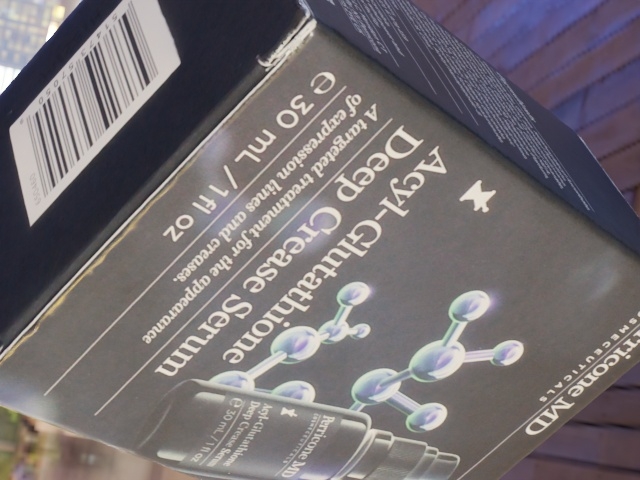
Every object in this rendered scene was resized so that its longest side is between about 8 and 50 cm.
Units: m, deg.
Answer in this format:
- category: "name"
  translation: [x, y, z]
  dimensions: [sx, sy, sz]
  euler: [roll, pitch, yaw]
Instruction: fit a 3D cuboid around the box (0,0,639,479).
- category: "box"
  translation: [0.000, 0.000, 0.867]
  dimensions: [0.293, 0.395, 0.212]
  euler: [-45, 42, 19]
